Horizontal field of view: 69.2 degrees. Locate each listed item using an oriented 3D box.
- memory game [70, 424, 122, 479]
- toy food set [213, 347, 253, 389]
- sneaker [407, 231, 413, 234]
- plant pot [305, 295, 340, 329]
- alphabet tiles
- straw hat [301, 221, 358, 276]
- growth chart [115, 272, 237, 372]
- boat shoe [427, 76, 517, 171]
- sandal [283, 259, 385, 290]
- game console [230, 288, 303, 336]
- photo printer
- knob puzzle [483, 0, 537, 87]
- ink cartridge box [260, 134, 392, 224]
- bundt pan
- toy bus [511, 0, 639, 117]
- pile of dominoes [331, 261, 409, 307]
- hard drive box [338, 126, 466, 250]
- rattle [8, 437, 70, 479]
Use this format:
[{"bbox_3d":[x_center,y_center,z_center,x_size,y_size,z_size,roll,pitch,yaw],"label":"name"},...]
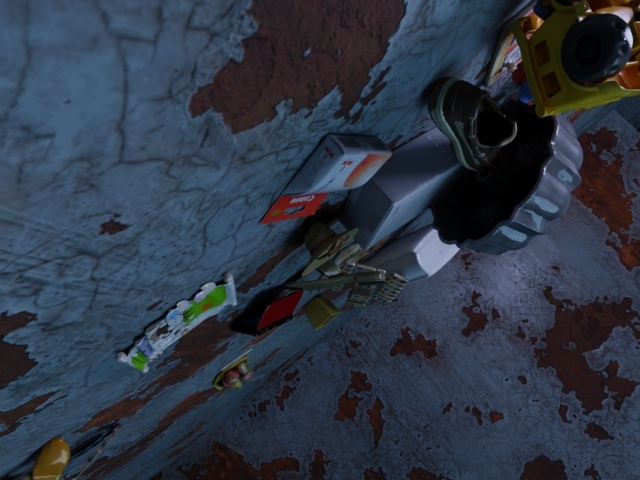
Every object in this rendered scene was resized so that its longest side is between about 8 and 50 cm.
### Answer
[{"bbox_3d":[-0.537,0.513,1.091,0.186,0.012,0.186,-49,-177,4],"label":"memory game"},{"bbox_3d":[-0.274,0.446,1.517,0.128,0.071,0.218,-29,162,-32],"label":"toy food set"},{"bbox_3d":[0.291,0.022,1.648,0.058,0.052,0.135,-15,152,-48],"label":"sneaker"},{"bbox_3d":[-0.001,0.225,1.489,0.081,0.083,0.081,-43,164,15],"label":"plant pot"},{"bbox_3d":[0.113,0.036,1.340,0.285,0.011,0.342,-27,161,-36],"label":"alphabet tiles"},{"bbox_3d":[0.000,0.000,0.869,0.144,0.061,0.144,-39,171,-7],"label":"straw hat"},{"bbox_3d":[-0.241,0.145,0.809,0.237,0.021,0.172,-36,164,-11],"label":"growth chart"},{"bbox_3d":[0.268,-0.169,0.755,0.257,0.095,0.095,19,96,-49],"label":"boat shoe"},{"bbox_3d":[0.031,0.070,1.111,0.240,0.079,0.088,-4,164,3],"label":"sandal"},{"bbox_3d":[-0.125,0.163,1.091,0.124,0.085,0.144,4,-170,32],"label":"game console"},{"bbox_3d":[0.273,0.052,1.444,0.256,0.107,0.307,-36,-176,-37],"label":"photo printer"},{"bbox_3d":[0.365,-0.349,0.762,0.213,0.030,0.213,-36,164,-12],"label":"knob puzzle"},{"bbox_3d":[0.009,-0.079,0.695,0.145,0.045,0.179,-16,150,-55],"label":"ink cartridge box"},{"bbox_3d":[0.373,-0.114,0.924,0.331,0.124,0.331,-54,-159,31],"label":"bundt pan"},{"bbox_3d":[0.344,-0.282,0.641,0.149,0.220,0.211,-17,-179,-22],"label":"toy bus"},{"bbox_3d":[0.141,0.145,1.372,0.251,0.196,0.040,109,-7,-65],"label":"pile of dominoes"},{"bbox_3d":[0.166,-0.105,0.897,0.232,0.089,0.181,-32,164,-26],"label":"hard drive box"},{"bbox_3d":[-0.571,0.468,0.966,0.130,0.143,0.199,-1,171,-13],"label":"rattle"}]
